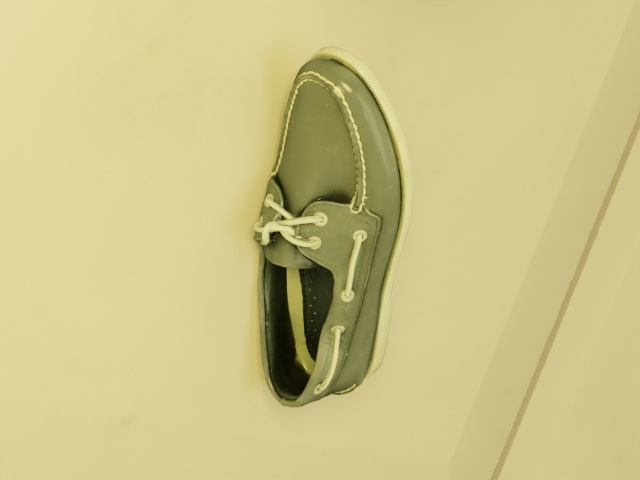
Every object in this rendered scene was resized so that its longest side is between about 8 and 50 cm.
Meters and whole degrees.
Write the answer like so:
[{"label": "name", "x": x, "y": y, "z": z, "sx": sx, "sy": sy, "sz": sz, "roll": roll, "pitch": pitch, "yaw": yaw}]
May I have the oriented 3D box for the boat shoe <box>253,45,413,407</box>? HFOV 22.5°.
[{"label": "boat shoe", "x": 0.000, "y": 0.000, "z": 1.315, "sx": 0.099, "sy": 0.116, "sz": 0.319, "roll": -30, "pitch": 134, "yaw": -40}]
